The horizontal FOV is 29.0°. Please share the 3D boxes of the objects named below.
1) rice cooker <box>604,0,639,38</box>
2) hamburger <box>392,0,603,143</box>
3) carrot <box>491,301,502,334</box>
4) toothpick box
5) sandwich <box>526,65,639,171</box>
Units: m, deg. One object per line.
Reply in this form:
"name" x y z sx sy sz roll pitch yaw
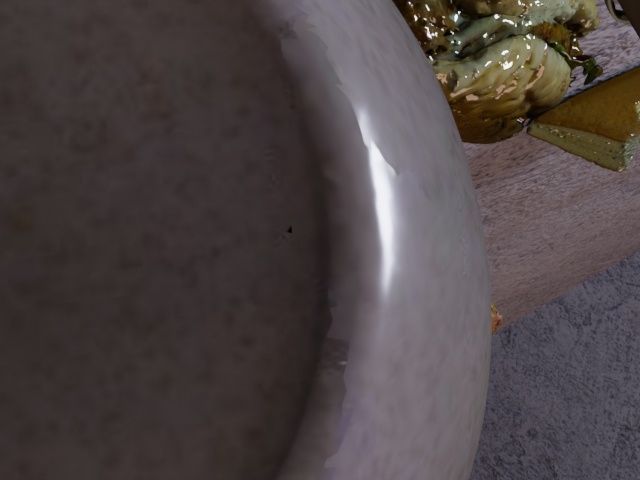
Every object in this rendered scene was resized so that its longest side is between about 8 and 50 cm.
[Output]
"rice cooker" 0.283 -0.210 0.916 0.145 0.127 0.206 -21 159 5
"hamburger" 0.049 -0.123 0.678 0.206 0.183 0.130 -9 132 -48
"carrot" 0.000 0.000 0.951 0.196 0.254 0.196 -27 166 -8
"toothpick box" -0.132 0.039 0.530 0.409 0.408 0.425 -23 173 -8
"sandwich" 0.357 -0.143 1.382 0.244 0.088 0.090 -23 163 -8
